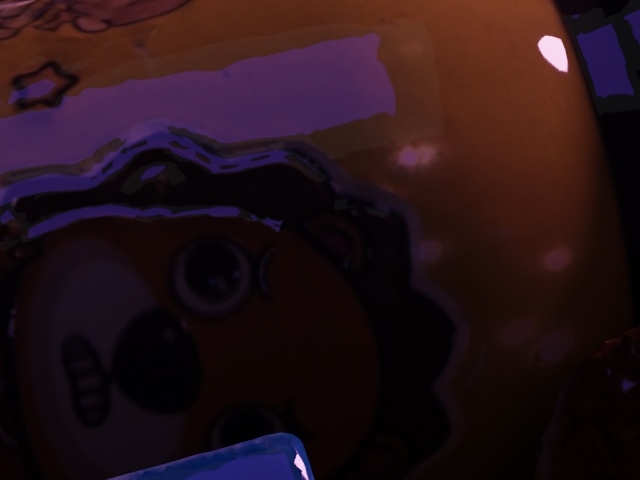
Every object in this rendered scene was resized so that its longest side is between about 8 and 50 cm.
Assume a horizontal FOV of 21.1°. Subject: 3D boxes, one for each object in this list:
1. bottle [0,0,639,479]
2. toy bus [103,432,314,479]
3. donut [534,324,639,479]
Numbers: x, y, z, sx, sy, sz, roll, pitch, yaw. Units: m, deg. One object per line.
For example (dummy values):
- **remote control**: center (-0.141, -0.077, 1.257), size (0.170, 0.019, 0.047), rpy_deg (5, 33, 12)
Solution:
- **bottle**: center (0.000, 0.000, 0.466), size (0.351, 0.172, 0.171), rpy_deg (-13, 31, -3)
- **toy bus**: center (0.002, 0.149, 0.257), size (0.113, 0.134, 0.246), rpy_deg (-14, 32, -5)
- **donut**: center (0.186, 0.064, 0.362), size (0.295, 0.112, 0.151), rpy_deg (-14, 29, -2)
